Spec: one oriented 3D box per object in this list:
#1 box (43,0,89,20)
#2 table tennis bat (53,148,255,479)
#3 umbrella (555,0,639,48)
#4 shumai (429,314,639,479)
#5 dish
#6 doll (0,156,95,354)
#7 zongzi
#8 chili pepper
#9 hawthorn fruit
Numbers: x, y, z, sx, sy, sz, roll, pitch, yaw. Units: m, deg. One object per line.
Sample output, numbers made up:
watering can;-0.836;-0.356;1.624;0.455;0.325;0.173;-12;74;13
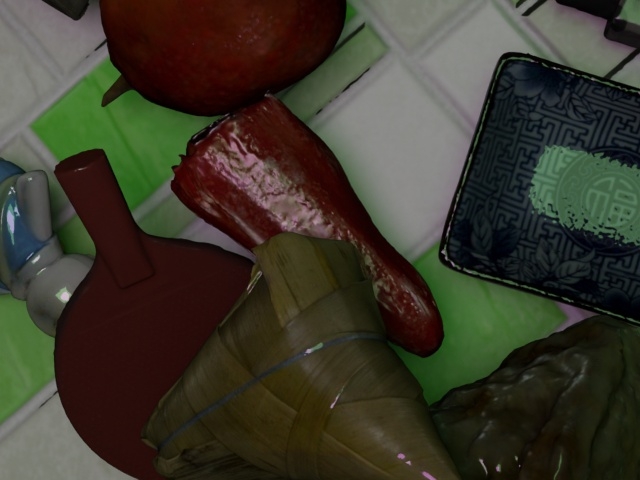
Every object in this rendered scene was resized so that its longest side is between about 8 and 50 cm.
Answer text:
box;-0.263;-0.308;1.057;0.231;0.155;0.149;34;88;29
table tennis bat;-0.124;0.069;1.044;0.200;0.038;0.310;-24;115;-2
umbrella;0.352;-0.162;1.066;0.337;0.067;0.073;18;76;6
shumai;0.108;0.207;1.020;0.288;0.292;0.330;7;84;40
dish;0.232;-0.030;1.065;0.243;0.080;0.182;17;89;4
doll;-0.242;0.014;1.098;0.241;0.099;0.135;41;92;3
zongzi;-0.010;0.154;0.943;0.228;0.115;0.256;-54;55;29
chili pepper;0.000;0.000;1.060;0.253;0.144;0.136;46;54;1
hawthorn fruit;-0.092;-0.190;1.058;0.251;0.189;0.189;-35;85;11
